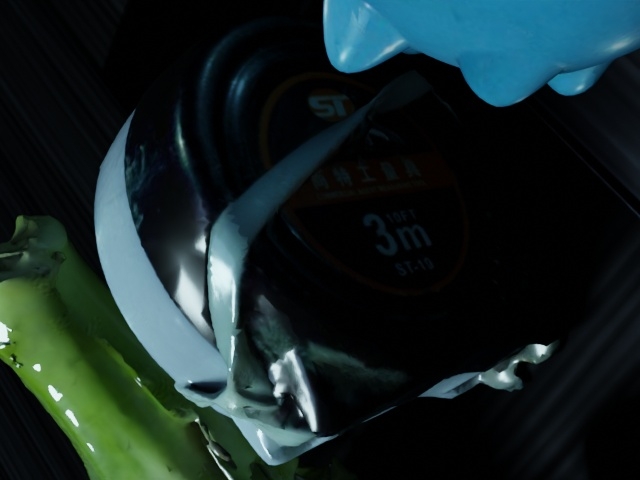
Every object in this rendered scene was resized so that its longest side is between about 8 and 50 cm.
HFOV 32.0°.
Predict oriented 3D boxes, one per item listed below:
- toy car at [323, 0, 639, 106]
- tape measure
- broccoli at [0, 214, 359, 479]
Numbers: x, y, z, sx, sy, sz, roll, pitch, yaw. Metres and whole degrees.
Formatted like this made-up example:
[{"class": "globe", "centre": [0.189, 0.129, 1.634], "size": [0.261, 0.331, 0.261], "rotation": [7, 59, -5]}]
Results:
[{"class": "toy car", "centre": [0.045, -0.157, 0.391], "size": [0.255, 0.188, 0.190], "rotation": [45, 137, 14]}, {"class": "tape measure", "centre": [-0.003, -0.004, 0.477], "size": [0.107, 0.182, 0.181], "rotation": [-42, 66, 42]}, {"class": "broccoli", "centre": [-0.058, 0.117, 0.506], "size": [0.304, 0.145, 0.165], "rotation": [58, 171, -21]}]
